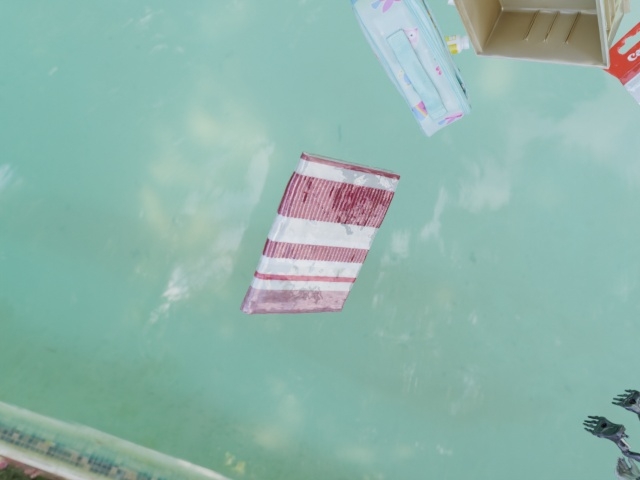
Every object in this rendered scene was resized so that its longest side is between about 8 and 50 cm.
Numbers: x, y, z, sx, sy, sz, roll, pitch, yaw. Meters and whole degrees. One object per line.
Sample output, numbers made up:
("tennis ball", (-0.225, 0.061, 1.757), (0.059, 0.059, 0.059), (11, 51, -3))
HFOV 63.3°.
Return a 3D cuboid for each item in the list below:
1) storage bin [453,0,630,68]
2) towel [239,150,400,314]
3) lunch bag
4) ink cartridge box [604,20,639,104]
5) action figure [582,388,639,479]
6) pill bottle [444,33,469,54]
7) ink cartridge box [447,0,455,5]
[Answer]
("storage bin", (0.393, -0.449, 0.936), (0.262, 0.123, 0.260), (22, 174, 36))
("towel", (0.000, 0.000, 0.982), (0.237, 0.037, 0.328), (5, 118, -38))
("lunch bag", (0.150, -0.318, 0.858), (0.108, 0.224, 0.279), (-30, 127, 18))
("ink cartridge box", (0.806, -0.407, 1.219), (0.233, 0.066, 0.189), (23, 148, -10))
("action figure", (0.622, 0.392, 0.940), (0.276, 0.164, 0.141), (44, 180, -4))
("pill bottle", (0.463, -0.691, 1.834), (0.117, 0.065, 0.065), (-5, 140, 19))
("ink cartridge box", (0.560, -0.883, 1.737), (0.354, 0.119, 0.207), (29, 138, 28))
